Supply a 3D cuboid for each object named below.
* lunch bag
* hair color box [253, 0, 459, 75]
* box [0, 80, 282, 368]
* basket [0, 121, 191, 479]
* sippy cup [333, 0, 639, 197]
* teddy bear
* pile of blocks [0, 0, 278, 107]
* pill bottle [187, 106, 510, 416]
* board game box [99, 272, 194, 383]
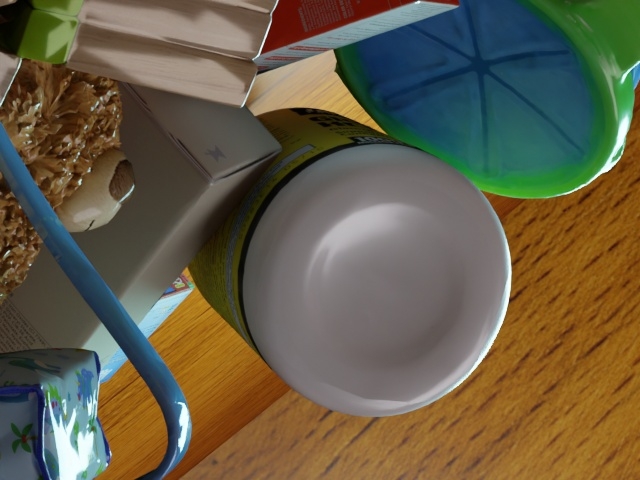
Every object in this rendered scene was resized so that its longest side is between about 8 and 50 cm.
[{"bbox_3d":[-0.210,0.110,1.051,0.151,0.096,0.129,-6,-176,9],"label":"lunch bag"},{"bbox_3d":[-0.005,-0.151,1.182,0.167,0.053,0.093,-18,179,21],"label":"hair color box"},{"bbox_3d":[-0.154,-0.003,1.276,0.275,0.113,0.094,-47,169,34],"label":"box"},{"bbox_3d":[-0.233,0.063,0.857,0.289,0.255,0.201,-33,178,11],"label":"basket"},{"bbox_3d":[0.159,-0.189,1.358,0.224,0.305,0.240,-55,153,-33],"label":"sippy cup"},{"bbox_3d":[-0.219,0.011,1.095,0.338,0.113,0.245,-44,172,13],"label":"teddy bear"},{"bbox_3d":[-0.185,-0.109,0.713,0.362,0.112,0.149,-15,123,-21],"label":"pile of blocks"},{"bbox_3d":[0.000,0.000,1.369,0.188,0.188,0.334,-41,-161,-5],"label":"pill bottle"},{"bbox_3d":[-0.229,0.102,1.672,0.145,0.027,0.281,-47,169,21],"label":"board game box"}]
